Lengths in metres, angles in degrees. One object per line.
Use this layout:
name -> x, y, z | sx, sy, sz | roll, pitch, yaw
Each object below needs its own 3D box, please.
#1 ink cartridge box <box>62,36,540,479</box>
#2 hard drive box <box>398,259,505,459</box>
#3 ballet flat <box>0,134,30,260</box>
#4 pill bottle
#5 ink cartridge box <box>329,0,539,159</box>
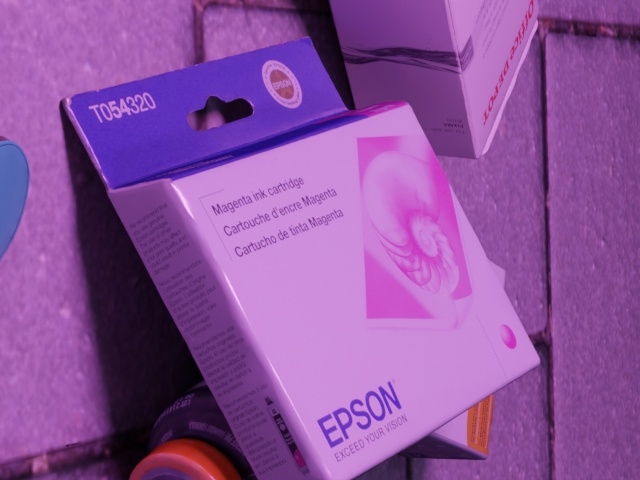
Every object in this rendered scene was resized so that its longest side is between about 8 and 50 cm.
ink cartridge box -> 0.000, 0.000, 1.468 | 0.324, 0.071, 0.330 | -24, 86, -55
hard drive box -> 0.068, 0.083, 1.714 | 0.232, 0.089, 0.181 | 27, 66, -57
ballet flat -> -0.241, 0.022, 1.198 | 0.072, 0.068, 0.213 | 54, 40, -43
pill bottle -> -0.044, 0.150, 1.477 | 0.246, 0.130, 0.130 | -34, 119, -55
ink cartridge box -> 0.095, -0.238, 1.685 | 0.283, 0.117, 0.207 | 75, 31, -47
